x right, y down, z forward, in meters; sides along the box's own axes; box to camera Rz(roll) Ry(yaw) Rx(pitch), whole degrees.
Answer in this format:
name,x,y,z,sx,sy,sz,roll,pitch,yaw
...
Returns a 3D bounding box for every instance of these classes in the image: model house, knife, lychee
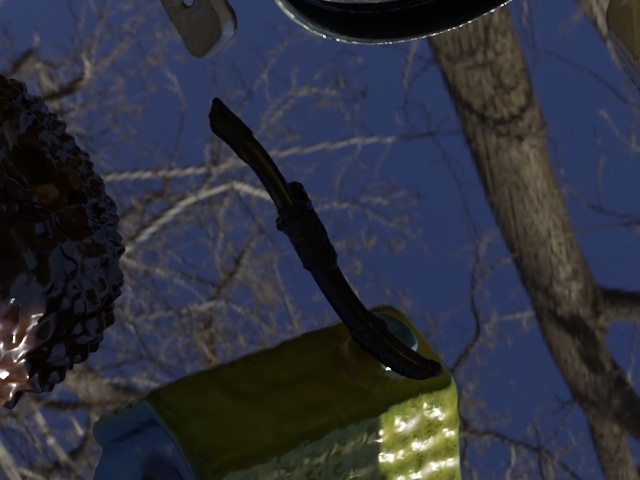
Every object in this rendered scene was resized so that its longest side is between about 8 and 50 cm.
name,x,y,z,sx,sy,sz,roll,pitch,yaw
model house,-0.034,0.184,0.994,0.237,0.303,0.215,-17,-130,-33
knife,-0.003,0.003,0.814,0.021,0.222,0.045,-38,179,-43
lychee,-0.281,0.005,0.902,0.267,0.267,0.267,-10,-137,9

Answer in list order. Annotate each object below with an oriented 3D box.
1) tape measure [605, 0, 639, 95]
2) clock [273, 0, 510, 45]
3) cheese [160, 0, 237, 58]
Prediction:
name,x,y,z,sx,sy,sz,roll,pitch,yaw
tape measure,0.254,-0.097,0.473,0.271,0.133,0.231,-33,-155,16
clock,0.107,-0.326,1.061,0.386,0.386,0.076,-24,-121,-7
cheese,-0.113,-0.207,0.679,0.054,0.127,0.251,-21,-103,-43
